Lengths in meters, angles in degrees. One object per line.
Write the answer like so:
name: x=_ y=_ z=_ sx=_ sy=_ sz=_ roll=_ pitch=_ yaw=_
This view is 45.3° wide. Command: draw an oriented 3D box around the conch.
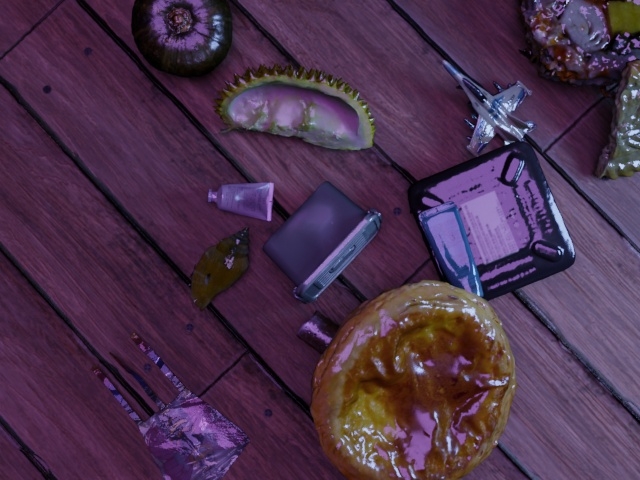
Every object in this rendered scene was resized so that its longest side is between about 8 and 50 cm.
conch: x=-0.210 y=0.052 z=1.635 sx=0.201 sy=0.079 sz=0.095 roll=-41 pitch=67 yaw=8

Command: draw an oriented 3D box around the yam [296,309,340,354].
yam: x=0.026 y=0.212 z=1.608 sx=0.141 sy=0.079 sz=0.079 roll=34 pitch=88 yaw=6

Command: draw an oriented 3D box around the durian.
durian: x=-0.051 y=-0.282 z=1.613 sx=0.352 sy=0.158 sz=0.169 roll=8 pitch=98 yaw=-1

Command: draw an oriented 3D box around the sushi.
sushi: x=0.607 y=-0.491 z=1.585 sx=0.418 sy=0.176 sz=0.417 roll=0 pitch=87 yaw=2

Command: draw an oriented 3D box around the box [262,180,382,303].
box: x=0.000 y=0.000 z=1.590 sx=0.135 sy=0.163 sz=0.243 roll=43 pitch=89 yaw=13

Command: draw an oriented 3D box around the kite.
kite: x=-0.325 y=0.368 z=1.639 sx=0.204 sy=0.022 sz=0.360 roll=-38 pitch=89 yaw=0

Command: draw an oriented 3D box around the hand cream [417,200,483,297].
hand cream: x=0.273 y=0.035 z=1.556 sx=0.083 sy=0.048 sz=0.224 roll=-21 pitch=86 yaw=7

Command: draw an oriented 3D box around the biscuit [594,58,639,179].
biscuit: x=0.672 y=-0.242 z=1.556 sx=0.187 sy=0.036 sz=0.273 roll=-8 pitch=129 yaw=-6

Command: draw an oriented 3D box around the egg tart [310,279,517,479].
egg tart: x=0.179 y=0.283 z=1.515 sx=0.443 sy=0.178 sz=0.443 roll=-2 pitch=97 yaw=-20

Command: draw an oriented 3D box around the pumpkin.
pumpkin: x=-0.292 y=-0.457 z=1.631 sx=0.224 sy=0.157 sz=0.223 roll=-1 pitch=101 yaw=-5

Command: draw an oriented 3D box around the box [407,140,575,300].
box: x=0.353 y=-0.030 z=1.595 sx=0.289 sy=0.073 sz=0.290 roll=-22 pitch=91 yaw=8

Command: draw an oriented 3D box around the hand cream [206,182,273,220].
hand cream: x=-0.174 y=-0.089 z=1.658 sx=0.142 sy=0.053 sz=0.084 roll=5 pitch=87 yaw=-13

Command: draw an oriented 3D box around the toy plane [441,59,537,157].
toy plane: x=0.342 y=-0.289 z=1.619 sx=0.262 sy=0.088 sz=0.192 roll=40 pitch=86 yaw=-10
